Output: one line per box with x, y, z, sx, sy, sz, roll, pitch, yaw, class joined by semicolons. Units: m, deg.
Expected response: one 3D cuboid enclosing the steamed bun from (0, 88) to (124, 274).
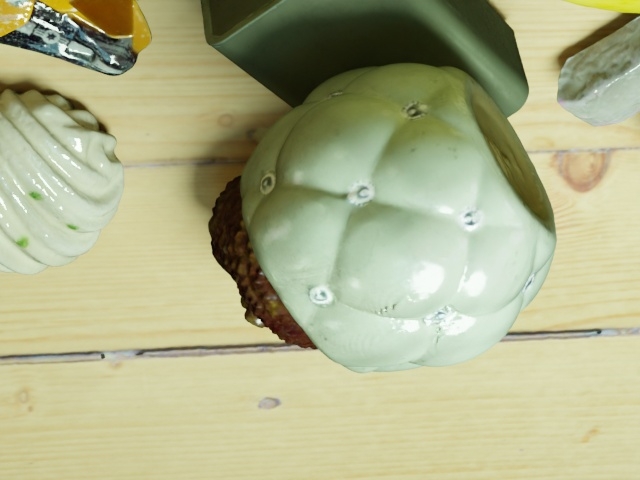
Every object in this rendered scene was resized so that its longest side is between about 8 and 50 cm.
-0.256;-0.045;1.692;0.183;0.106;0.183;-4;137;-4;steamed bun

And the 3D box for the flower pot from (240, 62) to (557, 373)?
0.065;-0.020;1.513;0.195;0.246;0.246;-31;131;16;flower pot

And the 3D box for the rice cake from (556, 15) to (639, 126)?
0.373;-0.216;1.640;0.399;0.064;0.070;-32;141;22;rice cake

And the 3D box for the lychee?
-0.001;0.006;1.725;0.194;0.194;0.194;-4;135;-4;lychee

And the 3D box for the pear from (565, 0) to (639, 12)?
0.201;-0.332;1.298;0.362;0.362;0.418;-30;152;21;pear

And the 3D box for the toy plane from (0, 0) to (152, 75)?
-0.294;-0.212;1.532;0.316;0.103;0.204;2;133;0;toy plane

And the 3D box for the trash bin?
0.037;-0.171;1.601;0.164;0.122;0.240;-32;133;22;trash bin
